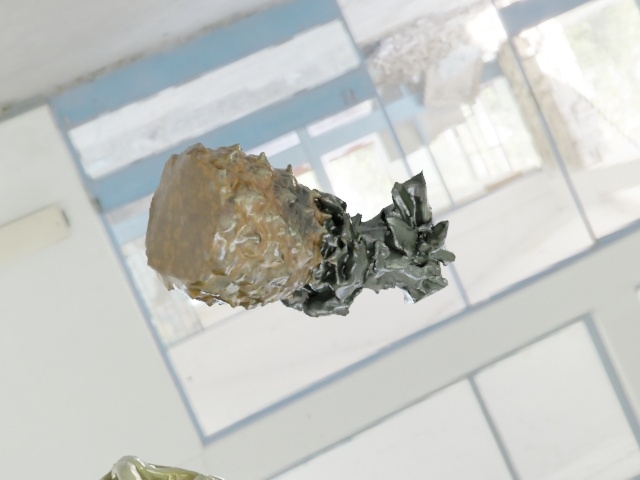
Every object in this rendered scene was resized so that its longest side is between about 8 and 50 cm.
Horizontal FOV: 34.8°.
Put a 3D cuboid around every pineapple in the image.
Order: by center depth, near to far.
[{"bbox_3d":[0.000,0.000,0.730,0.237,0.111,0.119,10,156,-37],"label":"pineapple"}]

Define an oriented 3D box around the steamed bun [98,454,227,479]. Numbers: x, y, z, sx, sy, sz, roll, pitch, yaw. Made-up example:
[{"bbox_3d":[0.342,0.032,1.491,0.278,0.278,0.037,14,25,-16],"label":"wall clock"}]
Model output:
[{"bbox_3d":[-0.124,0.300,0.801,0.289,0.276,0.203,6,142,-44],"label":"steamed bun"}]
